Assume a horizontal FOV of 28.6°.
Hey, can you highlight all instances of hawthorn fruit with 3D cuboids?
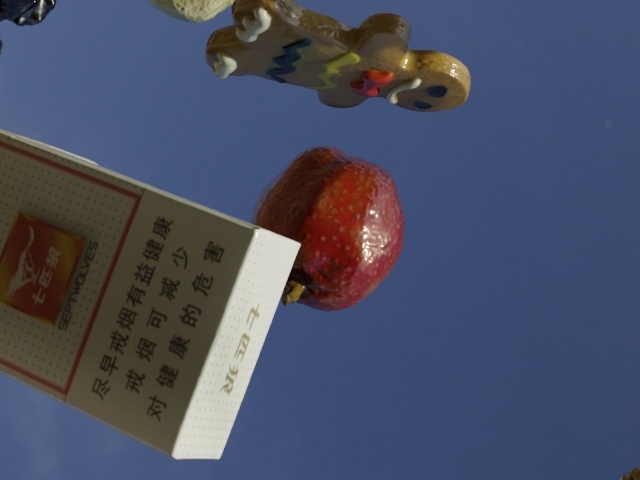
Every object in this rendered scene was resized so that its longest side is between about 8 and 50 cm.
[{"bbox_3d":[0.000,0.000,1.663,0.205,0.205,0.253,2,-137,37],"label":"hawthorn fruit"}]

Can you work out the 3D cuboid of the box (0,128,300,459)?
[{"bbox_3d":[-0.207,0.040,1.149,0.330,0.095,0.210,20,-91,24],"label":"box"}]

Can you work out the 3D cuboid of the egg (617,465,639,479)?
[{"bbox_3d":[0.331,0.264,1.146,0.118,0.116,0.140,-52,-123,16],"label":"egg"}]

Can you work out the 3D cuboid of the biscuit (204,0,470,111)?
[{"bbox_3d":[0.021,-0.156,1.118,0.158,0.240,0.035,134,-33,-65],"label":"biscuit"}]

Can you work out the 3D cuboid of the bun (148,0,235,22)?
[{"bbox_3d":[-0.126,-0.274,1.253,0.069,0.115,0.115,119,-32,-50],"label":"bun"}]

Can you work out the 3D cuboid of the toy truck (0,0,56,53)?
[{"bbox_3d":[-0.424,-0.310,1.483,0.213,0.177,0.161,-42,-175,-5],"label":"toy truck"}]
